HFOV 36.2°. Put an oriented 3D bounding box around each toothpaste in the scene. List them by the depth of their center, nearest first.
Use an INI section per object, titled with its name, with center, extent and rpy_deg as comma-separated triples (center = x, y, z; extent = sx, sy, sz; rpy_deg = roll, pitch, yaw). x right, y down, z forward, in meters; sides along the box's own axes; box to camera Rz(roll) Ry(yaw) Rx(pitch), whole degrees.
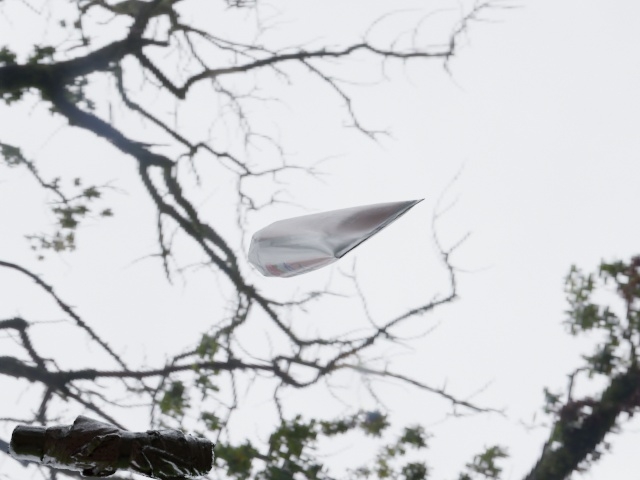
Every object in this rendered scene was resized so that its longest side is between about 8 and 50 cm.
[toothpaste]
center = 0.000, 0.000, 0.653
extent = 0.067, 0.194, 0.043
rpy_deg = -33, -82, -21

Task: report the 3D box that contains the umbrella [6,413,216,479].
[umbrella]
center = -0.333, 0.334, 1.565
extent = 0.326, 0.094, 0.090
rpy_deg = 9, -72, -8
